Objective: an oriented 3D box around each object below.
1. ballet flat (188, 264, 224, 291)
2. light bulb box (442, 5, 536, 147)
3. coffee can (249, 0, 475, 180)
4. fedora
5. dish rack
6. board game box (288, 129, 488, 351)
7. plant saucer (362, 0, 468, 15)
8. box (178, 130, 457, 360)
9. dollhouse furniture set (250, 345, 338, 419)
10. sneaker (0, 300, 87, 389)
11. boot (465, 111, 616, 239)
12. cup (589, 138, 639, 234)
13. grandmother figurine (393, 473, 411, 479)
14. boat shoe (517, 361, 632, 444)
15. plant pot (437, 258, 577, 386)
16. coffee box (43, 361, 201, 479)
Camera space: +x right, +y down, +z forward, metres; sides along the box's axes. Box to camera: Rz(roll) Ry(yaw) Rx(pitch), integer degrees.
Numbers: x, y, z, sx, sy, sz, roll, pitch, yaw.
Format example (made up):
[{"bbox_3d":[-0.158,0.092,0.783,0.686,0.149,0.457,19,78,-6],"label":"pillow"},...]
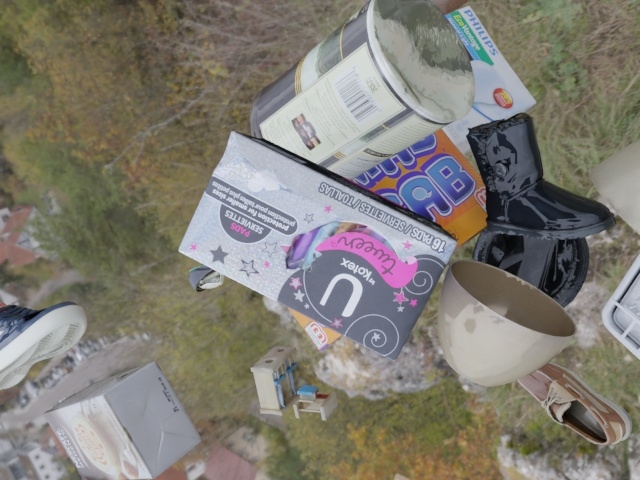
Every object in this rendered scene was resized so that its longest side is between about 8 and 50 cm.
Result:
[{"bbox_3d":[-0.239,0.073,1.586,0.203,0.074,0.074,-26,92,15],"label":"ballet flat"},{"bbox_3d":[0.350,-0.423,1.822,0.358,0.361,0.225,57,151,6],"label":"light bulb box"},{"bbox_3d":[0.055,-0.206,0.935,0.275,0.201,0.201,-26,92,45],"label":"coffee can"},{"bbox_3d":[0.580,0.066,1.791,0.334,0.334,0.152,50,180,15],"label":"fedora"},{"bbox_3d":[0.905,0.179,1.625,0.285,0.072,0.333,52,144,38],"label":"dish rack"},{"bbox_3d":[0.085,-0.049,1.355,0.356,0.356,0.356,53,144,8],"label":"board game box"},{"bbox_3d":[0.152,-0.429,1.007,0.198,0.198,0.036,41,161,25],"label":"plant saucer"},{"bbox_3d":[0.000,0.000,0.693,0.247,0.163,0.142,26,98,2],"label":"box"},{"bbox_3d":[-0.052,0.351,1.589,0.183,0.129,0.129,-2,107,28],"label":"dollhouse furniture set"},{"bbox_3d":[-0.516,0.145,1.043,0.350,0.131,0.148,-30,80,33],"label":"sneaker"},{"bbox_3d":[0.367,-0.113,1.092,0.246,0.094,0.207,7,118,54],"label":"boot"},{"bbox_3d":[0.811,-0.128,1.409,0.331,0.331,0.237,48,121,17],"label":"cup"},{"bbox_3d":[0.038,0.469,0.825,0.104,0.342,0.208,49,155,-10],"label":"grandmother figurine"},{"bbox_3d":[0.655,0.426,1.695,0.324,0.116,0.123,29,121,42],"label":"boat shoe"},{"bbox_3d":[0.363,0.194,1.350,0.284,0.284,0.191,36,115,30],"label":"plant pot"},{"bbox_3d":[-0.311,0.287,0.982,0.246,0.098,0.141,-26,94,45],"label":"coffee box"}]
